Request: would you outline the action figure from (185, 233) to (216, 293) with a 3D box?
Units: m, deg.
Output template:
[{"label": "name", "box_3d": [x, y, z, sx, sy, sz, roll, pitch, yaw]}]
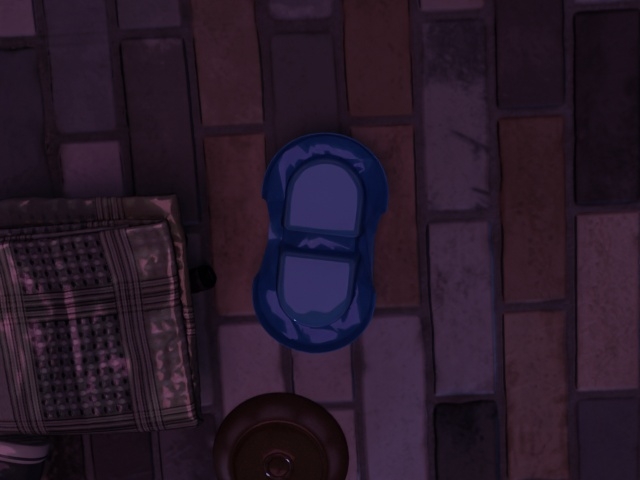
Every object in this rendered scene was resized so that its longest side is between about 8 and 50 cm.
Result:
[{"label": "action figure", "box_3d": [-0.292, 0.088, 1.389, 0.285, 0.099, 0.185, -26, 106, 11]}]

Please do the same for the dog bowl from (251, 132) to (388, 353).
[{"label": "dog bowl", "box_3d": [0.000, 0.000, 1.365, 0.166, 0.074, 0.297, 6, 101, 1]}]

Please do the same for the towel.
[{"label": "towel", "box_3d": [-0.316, 0.099, 1.318, 0.312, 0.056, 0.324, -4, 99, 14]}]

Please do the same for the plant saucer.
[{"label": "plant saucer", "box_3d": [-0.059, 0.317, 1.452, 0.198, 0.036, 0.198, 1, 101, 3]}]

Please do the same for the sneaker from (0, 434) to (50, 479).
[{"label": "sneaker", "box_3d": [-0.553, 0.302, 1.426, 0.321, 0.126, 0.127, 16, 96, -2]}]
